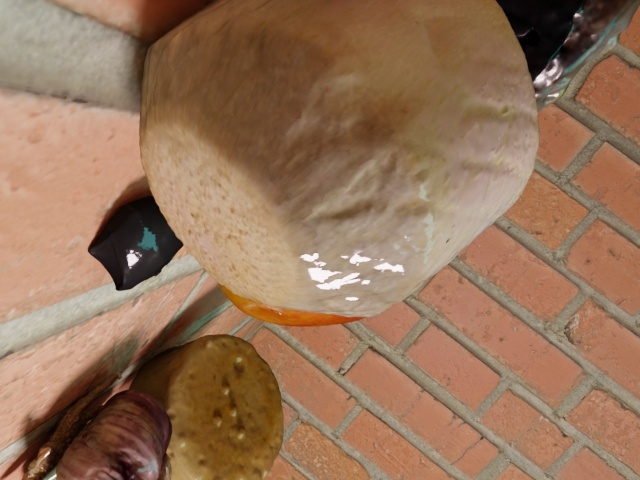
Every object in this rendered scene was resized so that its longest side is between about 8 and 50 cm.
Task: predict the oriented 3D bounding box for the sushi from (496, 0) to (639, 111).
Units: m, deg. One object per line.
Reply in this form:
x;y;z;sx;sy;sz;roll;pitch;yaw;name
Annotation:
0.217;-0.307;0.684;0.299;0.294;0.281;-52;178;11;sushi

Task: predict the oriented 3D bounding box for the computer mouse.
-0.190;0.013;0.587;0.099;0.057;0.172;-46;174;-27;computer mouse

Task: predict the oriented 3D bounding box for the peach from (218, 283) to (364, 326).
-0.002;0.003;0.809;0.289;0.308;0.289;-53;168;-16;peach

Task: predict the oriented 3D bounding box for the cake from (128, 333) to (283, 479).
-0.284;0.381;1.120;0.321;0.332;0.332;-25;-170;32;cake

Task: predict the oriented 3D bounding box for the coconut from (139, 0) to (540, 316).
0.021;-0.099;0.460;0.329;0.329;0.329;-51;175;-7;coconut

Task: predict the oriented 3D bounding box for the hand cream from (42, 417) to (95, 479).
-0.442;0.386;0.946;0.235;0.055;0.086;-42;173;-13;hand cream

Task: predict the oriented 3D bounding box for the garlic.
-0.310;0.360;0.821;0.245;0.160;0.245;-56;180;1;garlic

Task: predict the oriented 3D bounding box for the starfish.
-0.396;0.303;0.819;0.231;0.048;0.295;-55;-177;-40;starfish
